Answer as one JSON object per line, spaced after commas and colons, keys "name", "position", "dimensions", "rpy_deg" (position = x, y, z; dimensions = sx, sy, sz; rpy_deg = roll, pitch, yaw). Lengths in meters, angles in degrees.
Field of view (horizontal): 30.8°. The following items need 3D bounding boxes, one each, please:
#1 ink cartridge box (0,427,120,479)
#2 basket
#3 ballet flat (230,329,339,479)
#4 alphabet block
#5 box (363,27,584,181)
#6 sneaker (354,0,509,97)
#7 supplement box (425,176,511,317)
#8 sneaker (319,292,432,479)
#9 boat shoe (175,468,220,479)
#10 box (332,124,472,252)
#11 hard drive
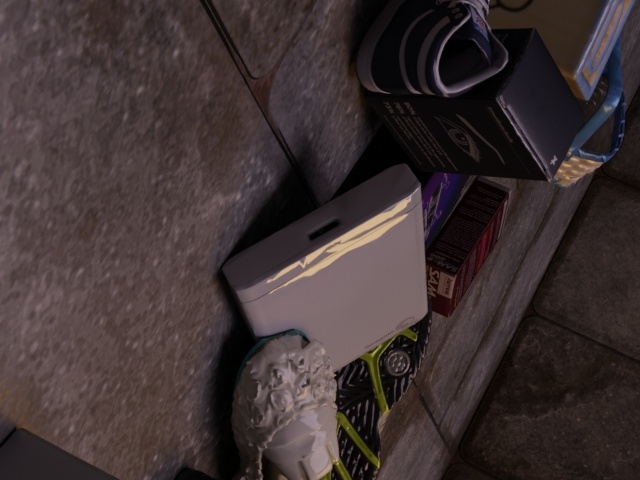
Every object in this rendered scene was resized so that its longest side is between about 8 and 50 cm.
{"name": "ink cartridge box", "position": [-0.259, 0.326, 1.005], "dimensions": [0.197, 0.114, 0.273], "rpy_deg": [-52, 158, -37]}
{"name": "basket", "position": [0.441, -0.245, 2.021], "dimensions": [0.289, 0.201, 0.255], "rpy_deg": [125, -17, -50]}
{"name": "ballet flat", "position": [-0.032, 0.267, 1.464], "dimensions": [0.147, 0.147, 0.409], "rpy_deg": [-53, 162, -34]}
{"name": "alphabet block", "position": [0.315, -0.328, 1.630], "dimensions": [0.192, 0.197, 0.193], "rpy_deg": [-65, 162, 3]}
{"name": "box", "position": [0.182, -0.162, 1.381], "dimensions": [0.153, 0.207, 0.108], "rpy_deg": [49, 61, -39]}
{"name": "sneaker", "position": [0.160, -0.281, 1.292], "dimensions": [0.099, 0.153, 0.282], "rpy_deg": [31, 85, -38]}
{"name": "supplement box", "position": [0.263, 0.010, 2.133], "dimensions": [0.239, 0.073, 0.130], "rpy_deg": [-53, 158, -35]}
{"name": "sneaker", "position": [0.048, 0.223, 1.771], "dimensions": [0.385, 0.145, 0.147], "rpy_deg": [-67, -167, -2]}
{"name": "boat shoe", "position": [-0.131, 0.392, 1.476], "dimensions": [0.113, 0.105, 0.306], "rpy_deg": [-51, 152, -26]}
{"name": "box", "position": [0.123, -0.079, 1.579], "dimensions": [0.261, 0.103, 0.184], "rpy_deg": [-56, 163, -25]}
{"name": "hard drive", "position": [0.020, 0.063, 1.397], "dimensions": [0.233, 0.047, 0.353], "rpy_deg": [-30, 155, -8]}
